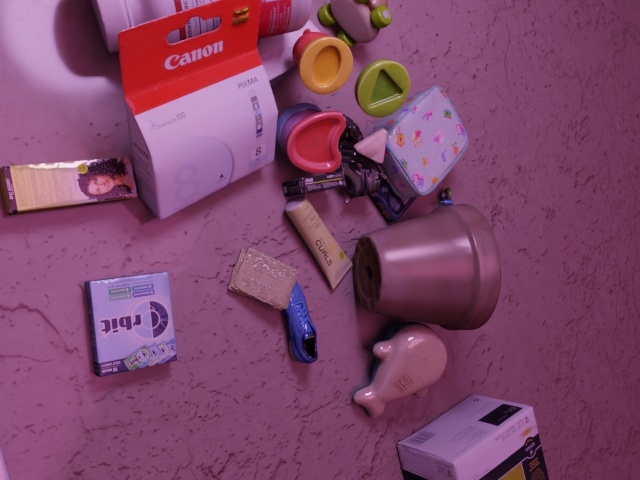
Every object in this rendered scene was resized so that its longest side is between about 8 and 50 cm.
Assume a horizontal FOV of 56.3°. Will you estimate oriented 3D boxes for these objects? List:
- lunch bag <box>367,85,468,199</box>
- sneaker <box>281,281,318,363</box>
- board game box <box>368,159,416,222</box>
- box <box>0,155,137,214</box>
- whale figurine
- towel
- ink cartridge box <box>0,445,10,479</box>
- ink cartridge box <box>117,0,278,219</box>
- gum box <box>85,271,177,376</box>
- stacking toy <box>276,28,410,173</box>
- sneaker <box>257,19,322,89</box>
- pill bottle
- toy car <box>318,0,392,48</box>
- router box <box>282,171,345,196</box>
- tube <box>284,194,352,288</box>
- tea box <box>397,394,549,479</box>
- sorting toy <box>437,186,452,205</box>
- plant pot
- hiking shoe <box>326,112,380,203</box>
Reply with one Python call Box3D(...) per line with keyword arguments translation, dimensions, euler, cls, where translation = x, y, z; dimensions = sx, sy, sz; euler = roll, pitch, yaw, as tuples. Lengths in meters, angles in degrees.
Box3D(translation=(0.258, -0.248, 1.568), dimensions=(0.279, 0.107, 0.224), euler=(-46, 114, -27), cls="lunch bag")
Box3D(translation=(-0.044, 0.185, 1.401), dimensions=(0.069, 0.082, 0.210), euler=(-13, 93, -33), cls="sneaker")
Box3D(translation=(0.218, -0.189, 1.628), dimensions=(0.243, 0.042, 0.165), euler=(-49, 113, -27), cls="board game box")
Box3D(translation=(-0.475, -0.106, 1.134), dimensions=(0.232, 0.058, 0.088), euler=(-13, 94, -34), cls="box")
Box3D(translation=(0.195, 0.328, 1.547), dimensions=(0.272, 0.141, 0.216), euler=(-46, 114, -1), cls="whale figurine")
Box3D(translation=(-0.128, 0.087, 1.362), dimensions=(0.148, 0.027, 0.110), euler=(23, 74, -12), cls="towel")
Box3D(translation=(-0.641, 0.344, 0.988), dimensions=(0.185, 0.065, 0.311), euler=(-17, 99, -34), cls="ink cartridge box")
Box3D(translation=(-0.217, -0.255, 1.160), dimensions=(0.308, 0.385, 0.091), euler=(-32, 62, -31), cls="ink cartridge box")
Box3D(translation=(-0.376, 0.163, 1.195), dimensions=(0.156, 0.041, 0.185), euler=(-7, 90, -35), cls="gum box")
Box3D(translation=(0.039, -0.319, 1.379), dimensions=(0.279, 0.130, 0.309), euler=(0, 123, -26), cls="stacking toy")
Box3D(translation=(-0.137, -0.442, 1.377), dimensions=(0.169, 0.108, 0.292), euler=(48, 65, -7), cls="sneaker")
Box3D(translation=(-0.240, -0.499, 1.186), dimensions=(0.407, 0.229, 0.229), euler=(-17, 97, -17), cls="pill bottle")
Box3D(translation=(0.115, -0.608, 1.527), dimensions=(0.149, 0.155, 0.188), euler=(47, 53, -23), cls="toy car")
Box3D(translation=(-0.016, -0.135, 1.433), dimensions=(0.122, 0.092, 0.038), euler=(-14, 95, -34), cls="router box")
Box3D(translation=(0.000, 0.000, 1.458), dimensions=(0.070, 0.062, 0.240), euler=(-30, 115, 5), cls="tube")
Box3D(translation=(0.423, 0.642, 1.610), dimensions=(0.328, 0.220, 0.324), euler=(-18, 96, -34), cls="tea box")
Box3D(translation=(0.353, -0.104, 1.717), dimensions=(0.042, 0.061, 0.102), euler=(0, 78, -1), cls="sorting toy")
Box3D(translation=(0.243, 0.071, 1.497), dimensions=(0.280, 0.323, 0.324), euler=(-1, 88, -19), cls="plant pot")
Box3D(translation=(0.060, -0.209, 1.490), dimensions=(0.114, 0.086, 0.227), euler=(-24, 82, -8), cls="hiking shoe")
